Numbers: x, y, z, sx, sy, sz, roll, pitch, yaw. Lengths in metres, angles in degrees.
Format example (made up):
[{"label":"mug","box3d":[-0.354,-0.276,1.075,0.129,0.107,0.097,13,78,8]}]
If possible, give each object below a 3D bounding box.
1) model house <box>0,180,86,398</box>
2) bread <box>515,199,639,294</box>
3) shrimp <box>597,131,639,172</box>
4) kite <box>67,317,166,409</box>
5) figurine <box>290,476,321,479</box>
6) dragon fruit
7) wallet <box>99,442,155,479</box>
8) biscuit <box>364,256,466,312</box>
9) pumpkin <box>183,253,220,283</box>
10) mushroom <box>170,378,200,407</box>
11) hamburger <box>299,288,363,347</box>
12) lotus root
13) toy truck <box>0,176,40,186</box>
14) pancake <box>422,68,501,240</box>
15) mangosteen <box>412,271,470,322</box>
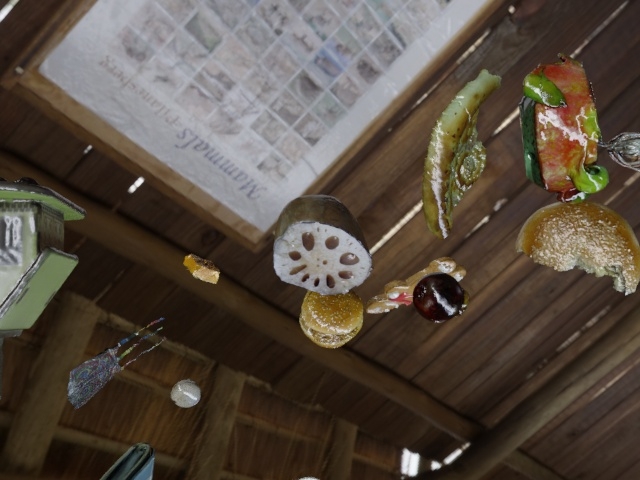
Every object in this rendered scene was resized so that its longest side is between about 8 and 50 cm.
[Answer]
[{"label":"model house","box3d":[-0.420,0.073,0.737,0.218,0.205,0.278,122,147,-80]},{"label":"bread","box3d":[0.680,-0.003,1.512,0.314,0.191,0.171,24,-160,18]},{"label":"shrimp","box3d":[0.606,-0.172,1.115,0.191,0.074,0.073,15,172,15]},{"label":"kite","box3d":[-0.483,0.283,1.418,0.015,0.152,0.285,34,-137,21]},{"label":"figurine","box3d":[-0.050,0.592,1.327,0.132,0.132,0.153,52,178,35]},{"label":"dragon fruit","box3d":[0.428,-0.197,1.055,0.268,0.130,0.295,66,-154,-42]},{"label":"wallet","box3d":[-0.437,0.604,1.313,0.075,0.250,0.176,12,-163,11]},{"label":"biscuit","box3d":[0.285,0.156,1.810,0.216,0.340,0.047,26,-139,-53]},{"label":"pumpkin","box3d":[-0.316,0.078,1.562,0.083,0.053,0.074,28,-171,-40]},{"label":"mushroom","box3d":[-0.375,0.420,1.651,0.085,0.085,0.079,42,-165,-26]},{"label":"hamburger","box3d":[0.028,0.207,1.645,0.182,0.190,0.117,11,139,20]},{"label":"lotus root","box3d":[0.000,0.000,1.545,0.272,0.272,0.191,41,-152,-32]},{"label":"toy truck","box3d":[-0.885,-0.073,1.695,0.176,0.214,0.161,83,-168,-46]},{"label":"pancake","box3d":[0.308,-0.181,1.274,0.198,0.376,0.054,3,-164,-43]},{"label":"mangosteen","box3d":[0.292,0.138,1.403,0.140,0.140,0.140,45,-171,-9]}]
